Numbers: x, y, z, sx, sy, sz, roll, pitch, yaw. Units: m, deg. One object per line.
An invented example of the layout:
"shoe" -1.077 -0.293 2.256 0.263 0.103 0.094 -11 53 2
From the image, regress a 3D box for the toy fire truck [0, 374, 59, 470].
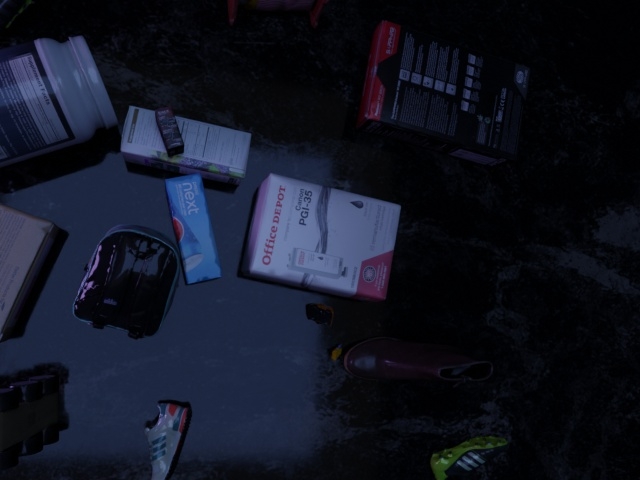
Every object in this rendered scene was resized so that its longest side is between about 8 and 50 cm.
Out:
"toy fire truck" -0.591 0.279 0.944 0.247 0.217 0.158 -3 86 0

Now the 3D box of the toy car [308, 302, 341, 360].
"toy car" 0.011 0.188 1.202 0.040 0.060 0.121 -30 115 -58

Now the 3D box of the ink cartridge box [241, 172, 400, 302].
"ink cartridge box" 0.000 0.000 1.165 0.283 0.117 0.207 13 82 -13

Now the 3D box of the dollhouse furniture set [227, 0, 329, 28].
"dollhouse furniture set" -0.069 -0.569 1.075 0.202 0.374 0.152 -4 81 -14

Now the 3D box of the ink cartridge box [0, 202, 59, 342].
"ink cartridge box" -0.612 0.043 1.015 0.193 0.088 0.234 23 79 -13

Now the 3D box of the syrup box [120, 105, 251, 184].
"syrup box" -0.264 -0.184 1.126 0.237 0.093 0.096 10 82 -14

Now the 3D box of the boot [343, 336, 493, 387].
"boot" 0.190 0.244 1.144 0.249 0.207 0.090 1 84 -15

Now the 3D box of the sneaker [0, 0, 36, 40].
"sneaker" -0.611 -0.434 1.083 0.235 0.084 0.097 -21 114 -15

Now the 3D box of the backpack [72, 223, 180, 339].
"backpack" -0.344 0.063 1.049 0.166 0.144 0.188 19 103 -11

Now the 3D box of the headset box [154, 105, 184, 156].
"headset box" -0.278 -0.203 1.043 0.032 0.062 0.083 -18 88 -16

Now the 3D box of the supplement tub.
"supplement tub" -0.526 -0.245 1.013 0.272 0.191 0.191 -22 90 -16

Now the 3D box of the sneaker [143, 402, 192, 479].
"sneaker" -0.304 0.389 1.086 0.076 0.057 0.161 17 81 4

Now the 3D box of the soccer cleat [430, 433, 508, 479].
"soccer cleat" 0.325 0.475 1.239 0.179 0.060 0.072 -13 98 -9

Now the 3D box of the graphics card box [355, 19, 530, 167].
"graphics card box" 0.278 -0.323 1.284 0.371 0.094 0.232 12 81 -12

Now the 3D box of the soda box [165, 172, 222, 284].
"soda box" -0.252 -0.021 1.127 0.071 0.067 0.209 -12 87 -16
